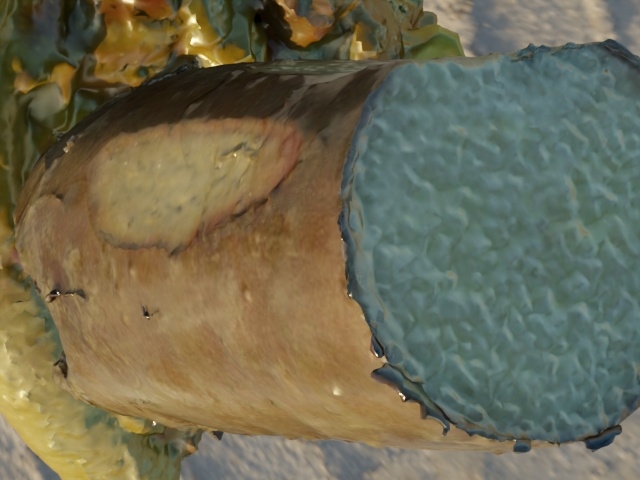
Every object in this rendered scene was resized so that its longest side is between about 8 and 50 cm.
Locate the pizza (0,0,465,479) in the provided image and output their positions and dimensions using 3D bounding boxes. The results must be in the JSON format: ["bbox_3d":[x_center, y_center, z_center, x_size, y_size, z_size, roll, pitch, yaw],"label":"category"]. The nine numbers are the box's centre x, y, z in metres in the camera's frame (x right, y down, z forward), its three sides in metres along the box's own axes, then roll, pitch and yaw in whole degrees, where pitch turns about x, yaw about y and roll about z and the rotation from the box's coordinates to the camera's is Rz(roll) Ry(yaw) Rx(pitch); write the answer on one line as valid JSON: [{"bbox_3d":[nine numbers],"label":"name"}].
[{"bbox_3d":[-0.089,-0.034,0.737,0.257,0.087,0.268,30,95,-40],"label":"pizza"}]

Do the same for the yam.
[{"bbox_3d":[0.000,0.002,0.590,0.129,0.238,0.128,28,74,-29],"label":"yam"}]
